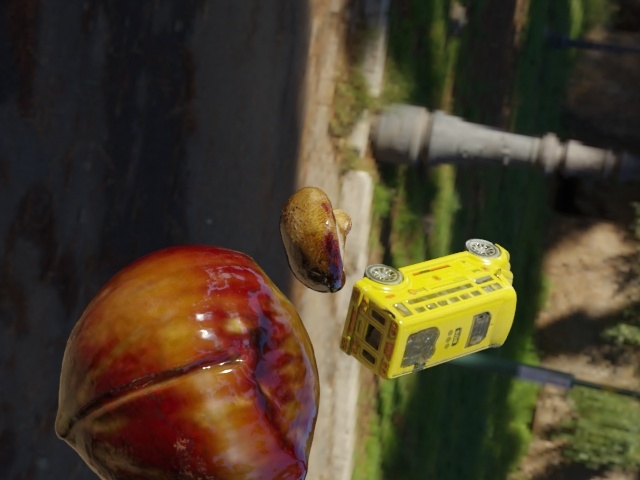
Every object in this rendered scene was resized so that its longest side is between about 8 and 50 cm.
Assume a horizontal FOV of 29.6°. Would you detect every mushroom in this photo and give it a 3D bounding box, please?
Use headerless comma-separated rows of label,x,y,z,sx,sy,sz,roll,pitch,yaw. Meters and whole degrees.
mushroom,0.000,0.000,1.383,0.127,0.087,0.127,162,-90,-86

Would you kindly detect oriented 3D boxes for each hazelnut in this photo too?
hazelnut,-0.112,0.117,0.993,0.229,0.230,0.229,11,90,-76

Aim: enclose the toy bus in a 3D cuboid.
toy bus,0.195,0.110,1.925,0.330,0.152,0.144,-13,126,-37
